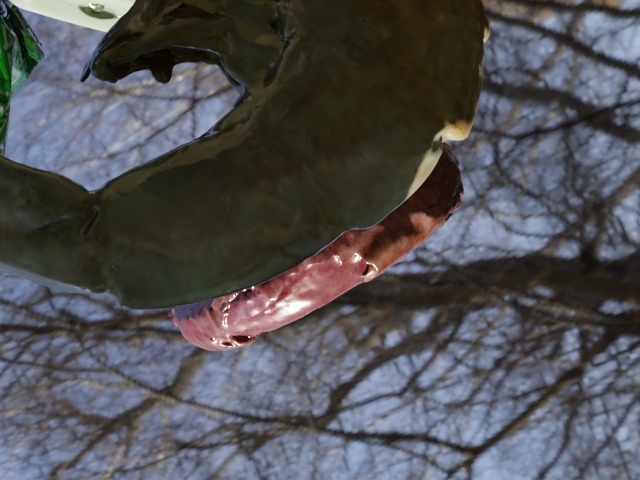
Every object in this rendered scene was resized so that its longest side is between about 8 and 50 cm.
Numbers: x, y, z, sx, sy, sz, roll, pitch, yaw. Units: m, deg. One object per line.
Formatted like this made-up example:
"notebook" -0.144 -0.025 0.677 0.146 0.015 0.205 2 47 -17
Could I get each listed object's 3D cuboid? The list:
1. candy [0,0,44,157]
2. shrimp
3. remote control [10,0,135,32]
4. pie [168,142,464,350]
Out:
"candy" -0.291 -0.112 1.047 0.078 0.141 0.203 19 -103 -5
"shrimp" -0.109 -0.091 0.503 0.360 0.085 0.247 8 -119 -3
"remote control" -0.196 -0.284 0.966 0.140 0.056 0.296 11 -130 -37
"pie" 0.000 0.000 0.689 0.050 0.182 0.182 59 -145 -5
